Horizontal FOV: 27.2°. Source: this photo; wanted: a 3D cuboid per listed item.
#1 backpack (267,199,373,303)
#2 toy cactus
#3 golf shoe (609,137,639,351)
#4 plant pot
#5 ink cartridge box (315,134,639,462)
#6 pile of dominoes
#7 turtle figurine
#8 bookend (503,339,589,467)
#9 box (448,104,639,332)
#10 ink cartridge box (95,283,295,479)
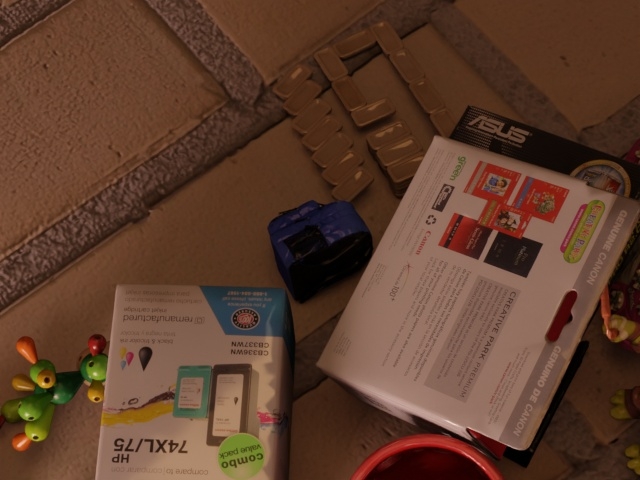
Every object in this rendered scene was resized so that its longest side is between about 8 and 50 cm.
[{"bbox_3d":[0.000,0.000,1.656,0.120,0.098,0.101,-25,64,-8],"label":"backpack"},{"bbox_3d":[-0.302,0.160,1.577,0.112,0.219,0.180,53,40,5],"label":"toy cactus"},{"bbox_3d":[0.434,0.008,1.646,0.140,0.115,0.306,16,63,-16],"label":"golf shoe"},{"bbox_3d":[0.124,0.317,1.457,0.191,0.174,0.191,-2,74,9],"label":"plant pot"},{"bbox_3d":[0.193,0.072,1.479,0.272,0.130,0.309,21,77,33],"label":"ink cartridge box"},{"bbox_3d":[0.061,-0.165,1.774,0.196,0.040,0.251,-25,59,-8],"label":"pile of dominoes"},{"bbox_3d":[0.382,0.172,1.498,0.087,0.217,0.269,-23,67,-8],"label":"turtle figurine"},{"bbox_3d":[0.217,0.163,1.588,0.156,0.072,0.157,28,69,14],"label":"bookend"},{"bbox_3d":[0.247,-0.028,1.620,0.270,0.060,0.216,25,78,32],"label":"box"},{"bbox_3d":[-0.136,0.210,1.512,0.198,0.197,0.270,1,67,2],"label":"ink cartridge box"}]
